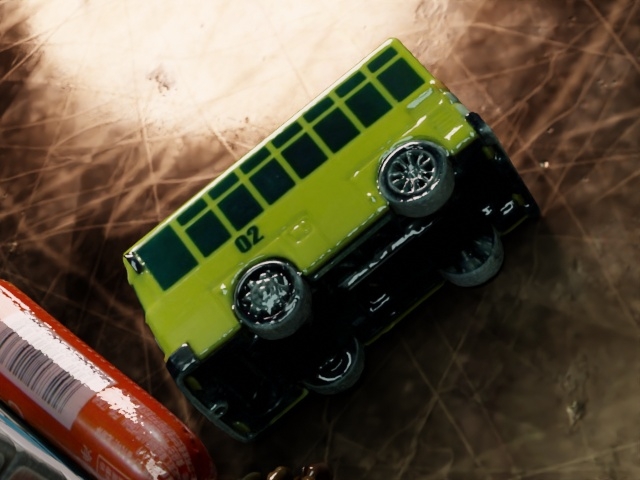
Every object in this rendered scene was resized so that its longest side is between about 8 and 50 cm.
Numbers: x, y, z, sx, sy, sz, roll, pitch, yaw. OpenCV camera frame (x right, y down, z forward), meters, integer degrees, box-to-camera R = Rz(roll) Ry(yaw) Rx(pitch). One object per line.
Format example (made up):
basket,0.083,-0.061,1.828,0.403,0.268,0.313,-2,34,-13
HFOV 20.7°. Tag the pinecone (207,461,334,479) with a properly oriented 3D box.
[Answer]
pinecone,-0.026,0.221,1.066,0.195,0.150,0.179,-20,51,12

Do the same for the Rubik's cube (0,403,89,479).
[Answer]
Rubik's cube,-0.311,0.195,1.153,0.259,0.256,0.253,31,80,34

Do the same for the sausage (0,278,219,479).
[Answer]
sausage,-0.163,0.119,1.236,0.274,0.074,0.074,32,81,35

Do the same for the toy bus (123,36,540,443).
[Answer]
toy bus,0.000,0.000,1.187,0.262,0.128,0.150,-39,53,1
